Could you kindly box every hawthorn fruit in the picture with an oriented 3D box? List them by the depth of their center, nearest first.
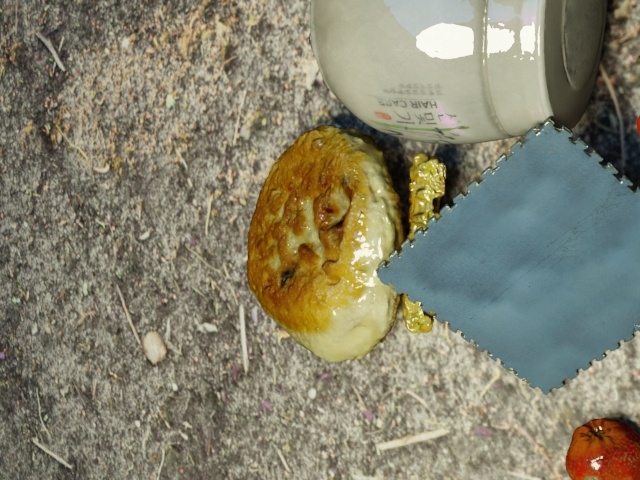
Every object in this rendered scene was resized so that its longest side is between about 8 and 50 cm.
[{"bbox_3d":[0.311,0.239,0.981,0.093,0.093,0.093,4,97,39],"label":"hawthorn fruit"}]

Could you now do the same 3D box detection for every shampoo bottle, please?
[{"bbox_3d":[0.150,-0.234,0.938,0.267,0.273,0.272,11,101,30],"label":"shampoo bottle"}]

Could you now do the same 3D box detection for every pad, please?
[{"bbox_3d":[0.237,0.031,0.951,0.269,0.012,0.270,37,124,-16],"label":"pad"}]

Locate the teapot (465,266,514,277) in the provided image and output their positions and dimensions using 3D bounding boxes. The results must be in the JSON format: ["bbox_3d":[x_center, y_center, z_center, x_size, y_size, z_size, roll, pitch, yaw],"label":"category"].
[{"bbox_3d":[0.206,0.001,1.024,0.149,0.111,0.108,-22,66,44],"label":"teapot"}]

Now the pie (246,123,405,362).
[{"bbox_3d":[0.000,0.000,1.151,0.315,0.092,0.314,-7,81,58],"label":"pie"}]

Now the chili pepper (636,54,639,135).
[{"bbox_3d":[0.375,-0.065,0.900,0.063,0.071,0.272,-34,75,40],"label":"chili pepper"}]

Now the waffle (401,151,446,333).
[{"bbox_3d":[0.119,-0.002,1.064,0.046,0.160,0.191,4,124,2],"label":"waffle"}]
